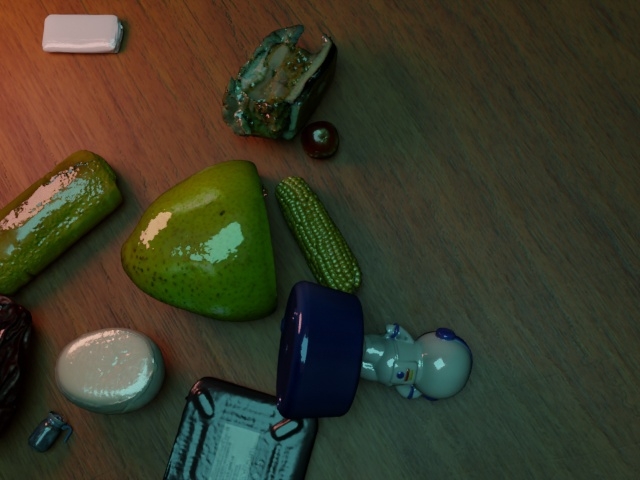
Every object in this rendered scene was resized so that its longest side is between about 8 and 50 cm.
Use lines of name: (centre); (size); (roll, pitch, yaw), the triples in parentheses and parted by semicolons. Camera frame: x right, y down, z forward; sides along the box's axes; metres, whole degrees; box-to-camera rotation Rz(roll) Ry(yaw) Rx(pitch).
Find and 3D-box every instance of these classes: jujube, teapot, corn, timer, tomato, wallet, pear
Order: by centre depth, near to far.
timer: (0.115, 0.236, 1.598); (0.383, 0.270, 0.271); (8, 80, -9)
pear: (-0.254, 0.006, 1.658); (0.317, 0.238, 0.343); (-9, 79, -5)
jujube: (-0.729, 0.276, 1.679); (0.216, 0.216, 0.342); (17, 76, 8)
corn: (0.000, 0.000, 1.701); (0.101, 0.101, 0.310); (-27, 79, 0)
teapot: (-0.574, 0.412, 1.705); (0.063, 0.049, 0.083); (36, 85, 10)
tomato: (-0.001, -0.220, 1.754); (0.087, 0.075, 0.087); (0, 82, 2)
wallet: (-0.554, -0.483, 1.875); (0.189, 0.033, 0.095); (0, 81, 6)

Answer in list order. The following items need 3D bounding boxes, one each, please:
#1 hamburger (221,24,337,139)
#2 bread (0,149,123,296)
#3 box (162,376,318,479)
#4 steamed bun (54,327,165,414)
hamburger: (-0.092, -0.321, 1.734); (0.167, 0.192, 0.288); (29, 58, 4)
bread: (-0.612, -0.042, 1.759); (0.383, 0.112, 0.166); (-40, 78, -3)
box: (-0.168, 0.451, 1.647); (0.288, 0.073, 0.290); (16, 82, 8)
steamed bun: (-0.433, 0.275, 1.675); (0.228, 0.131, 0.177); (-4, 69, 6)
